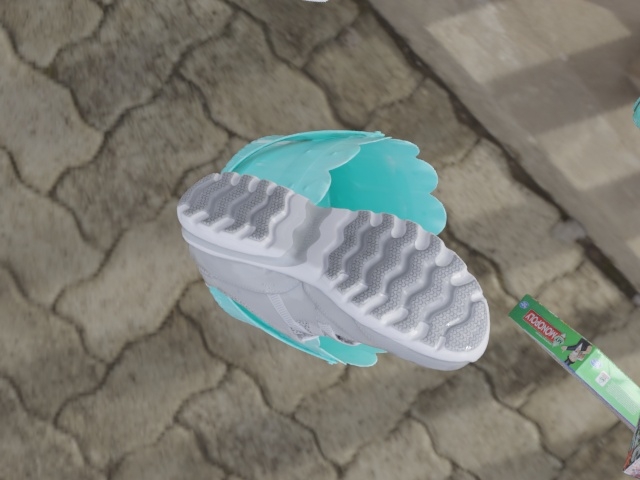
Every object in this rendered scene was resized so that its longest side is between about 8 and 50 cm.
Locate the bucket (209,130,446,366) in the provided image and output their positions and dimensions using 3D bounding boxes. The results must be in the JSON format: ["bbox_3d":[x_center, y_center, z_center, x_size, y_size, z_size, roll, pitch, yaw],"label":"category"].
[{"bbox_3d":[0.000,0.000,1.750,0.281,0.183,0.281,-14,109,-48],"label":"bucket"}]

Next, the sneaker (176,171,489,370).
[{"bbox_3d":[0.014,0.037,1.186,0.105,0.281,0.115,-45,149,-34],"label":"sneaker"}]

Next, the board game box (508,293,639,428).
[{"bbox_3d":[0.414,0.215,2.008,0.317,0.213,0.046,41,92,-25],"label":"board game box"}]

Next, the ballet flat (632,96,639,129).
[{"bbox_3d":[0.400,-0.172,1.541,0.083,0.247,0.087,-27,68,-16],"label":"ballet flat"}]

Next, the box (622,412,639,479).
[{"bbox_3d":[0.344,0.170,1.425,0.027,0.137,0.094,23,59,1],"label":"box"}]
